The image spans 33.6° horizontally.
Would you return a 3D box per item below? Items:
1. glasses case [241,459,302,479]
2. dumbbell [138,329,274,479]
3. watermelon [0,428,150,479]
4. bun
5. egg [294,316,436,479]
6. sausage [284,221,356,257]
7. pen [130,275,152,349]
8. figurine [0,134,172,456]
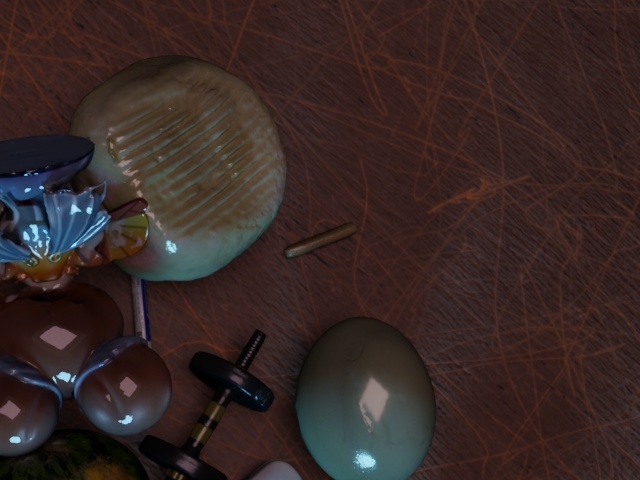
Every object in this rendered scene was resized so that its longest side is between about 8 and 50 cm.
[{"bbox_3d":[-0.125,0.433,1.631,0.233,0.059,0.092,-39,96,-18],"label":"glasses case"},{"bbox_3d":[-0.171,0.276,1.605,0.143,0.143,0.325,33,72,-8],"label":"dumbbell"},{"bbox_3d":[-0.360,0.391,1.470,0.269,0.269,0.269,3,78,-16],"label":"watermelon"},{"bbox_3d":[-0.233,-0.111,1.625,0.361,0.213,0.361,11,73,-37],"label":"bun"},{"bbox_3d":[0.069,0.254,1.644,0.219,0.219,0.269,-12,78,-19],"label":"egg"},{"bbox_3d":[0.000,0.000,1.776,0.132,0.024,0.024,-22,86,-20],"label":"sausage"},{"bbox_3d":[-0.286,0.076,1.674,0.025,0.025,0.204,-3,80,-17],"label":"pen"},{"bbox_3d":[-0.357,0.071,1.427,0.277,0.248,0.388,-7,111,-12],"label":"figurine"}]
